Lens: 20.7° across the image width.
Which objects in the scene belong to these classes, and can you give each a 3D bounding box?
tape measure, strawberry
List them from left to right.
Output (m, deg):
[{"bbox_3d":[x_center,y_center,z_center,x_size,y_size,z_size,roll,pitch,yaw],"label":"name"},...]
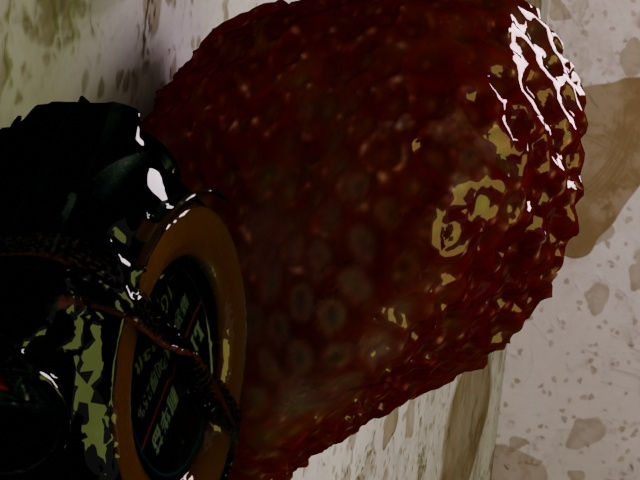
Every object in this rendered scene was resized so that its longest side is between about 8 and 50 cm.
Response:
[{"bbox_3d":[-0.118,0.056,0.834,0.202,0.135,0.223,-72,156,-44],"label":"tape measure"},{"bbox_3d":[0.000,0.000,1.047,0.351,0.267,0.312,-55,-176,-29],"label":"strawberry"}]
